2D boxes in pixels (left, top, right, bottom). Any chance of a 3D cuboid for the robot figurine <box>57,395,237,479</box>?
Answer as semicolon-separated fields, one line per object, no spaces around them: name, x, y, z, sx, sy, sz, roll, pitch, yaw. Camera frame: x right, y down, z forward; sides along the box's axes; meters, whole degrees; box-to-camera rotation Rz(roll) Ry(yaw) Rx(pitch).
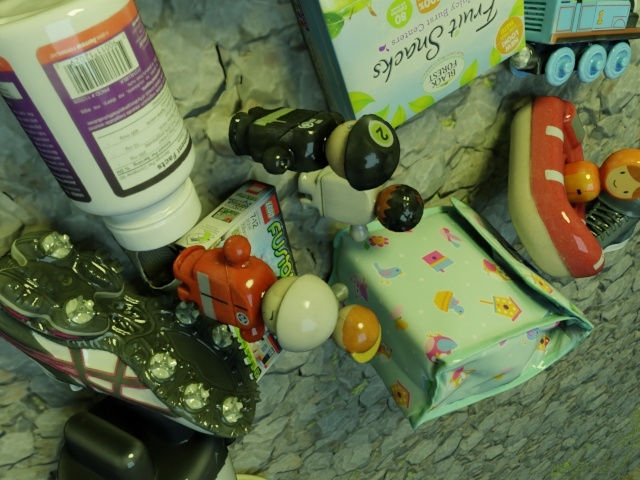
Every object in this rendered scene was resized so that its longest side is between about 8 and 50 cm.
robot figurine;-0.183;0.276;0.610;0.209;0.173;0.278;-17;129;-15

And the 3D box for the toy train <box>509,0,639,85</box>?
toy train;0.297;-0.240;0.617;0.184;0.080;0.105;-13;122;-25

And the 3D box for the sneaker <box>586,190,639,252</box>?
sneaker;0.438;-0.043;0.832;0.226;0.086;0.163;-20;142;-32

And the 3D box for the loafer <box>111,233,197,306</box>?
loafer;-0.152;0.033;0.541;0.056;0.050;0.148;-39;134;-2

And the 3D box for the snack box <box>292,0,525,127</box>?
snack box;0.088;-0.218;0.502;0.207;0.070;0.174;-31;133;-9

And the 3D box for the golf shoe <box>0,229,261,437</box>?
golf shoe;-0.179;0.102;0.505;0.273;0.105;0.120;40;127;-17

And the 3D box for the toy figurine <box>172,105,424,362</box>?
toy figurine;0.000;0.000;0.488;0.209;0.148;0.213;37;71;-59

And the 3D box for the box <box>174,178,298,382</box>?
box;-0.074;0.050;0.582;0.114;0.036;0.207;-47;141;-34

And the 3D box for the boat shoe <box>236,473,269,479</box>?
boat shoe;-0.193;0.415;0.756;0.302;0.098;0.109;4;119;-35

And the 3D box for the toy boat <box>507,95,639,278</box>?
toy boat;0.317;-0.069;0.642;0.151;0.151;0.231;37;55;-44

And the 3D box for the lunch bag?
lunch bag;0.171;0.067;0.654;0.262;0.223;0.160;-15;136;-24

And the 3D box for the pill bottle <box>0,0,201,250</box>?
pill bottle;-0.161;-0.088;0.409;0.108;0.108;0.193;-27;132;-14
